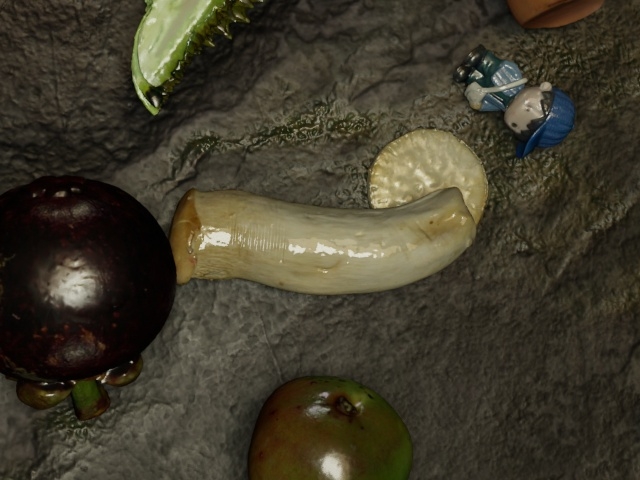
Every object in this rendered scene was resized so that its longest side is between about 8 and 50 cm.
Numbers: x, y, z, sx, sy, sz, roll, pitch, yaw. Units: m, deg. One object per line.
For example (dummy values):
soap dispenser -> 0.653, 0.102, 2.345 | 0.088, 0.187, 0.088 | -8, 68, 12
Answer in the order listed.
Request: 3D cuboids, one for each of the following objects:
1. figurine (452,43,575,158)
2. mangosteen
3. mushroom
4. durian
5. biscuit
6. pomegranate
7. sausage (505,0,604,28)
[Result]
figurine -> 0.229, -0.165, 1.294 | 0.149, 0.086, 0.087 | 41, 37, 7
mangosteen -> -0.254, 0.066, 1.106 | 0.228, 0.228, 0.266 | -7, 111, -12
mushroom -> 0.000, 0.000, 1.210 | 0.351, 0.095, 0.123 | -2, 94, -9
durian -> -0.116, -0.307, 1.218 | 0.132, 0.106, 0.375 | 26, 80, -9
biscuit -> 0.128, -0.060, 1.284 | 0.152, 0.020, 0.152 | 1, 83, -10
pomegranate -> 0.004, 0.250, 1.165 | 0.179, 0.180, 0.210 | 1, 122, -11
sausage -> 0.240, -0.405, 1.293 | 0.121, 0.121, 0.304 | -17, 85, -12
